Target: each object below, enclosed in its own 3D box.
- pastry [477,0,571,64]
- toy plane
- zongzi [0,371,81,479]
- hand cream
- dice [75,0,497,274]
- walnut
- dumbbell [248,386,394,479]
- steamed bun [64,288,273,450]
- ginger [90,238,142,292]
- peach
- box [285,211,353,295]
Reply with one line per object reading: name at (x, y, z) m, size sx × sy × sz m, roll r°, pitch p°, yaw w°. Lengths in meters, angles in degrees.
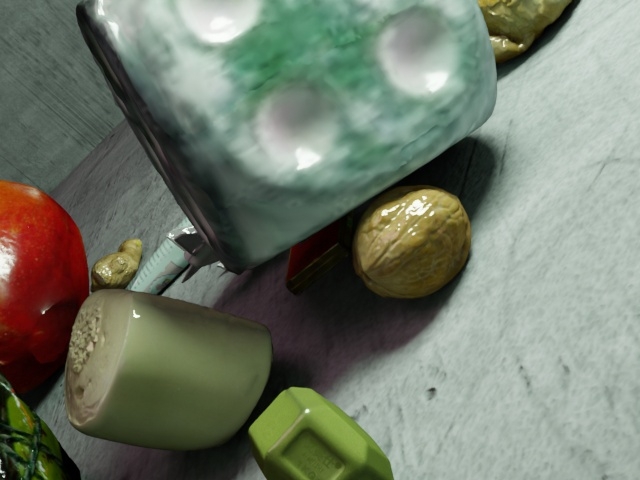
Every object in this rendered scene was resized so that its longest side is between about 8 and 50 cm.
pastry at (0.234, -0.311, 1.309) m, size 0.229 × 0.100 × 0.218 m, roll -47°, pitch 20°, yaw 5°
toy plane at (-0.088, -0.041, 1.447) m, size 0.255 × 0.101 × 0.251 m, roll -39°, pitch -21°, yaw -21°
zongzi at (-0.359, 0.326, 1.222) m, size 0.319 × 0.362 × 0.384 m, roll -11°, pitch 62°, yaw 12°
hand cream at (-0.246, 0.032, 1.709) m, size 0.331 × 0.058 × 0.085 m, roll -43°, pitch 22°, yaw 12°
dice at (-0.042, -0.179, 1.153) m, size 0.348 × 0.328 × 0.330 m, roll -32°, pitch 1°, yaw -14°
walnut at (0.087, 0.000, 1.028) m, size 0.124 × 0.105 × 0.105 m, roll -44°, pitch 18°, yaw -17°
dumbbell at (-0.075, 0.257, 0.859) m, size 0.302 × 0.121 × 0.108 m, roll -47°, pitch -9°, yaw 0°
steamed bun at (-0.165, 0.143, 1.144) m, size 0.250 × 0.200 × 0.155 m, roll -6°, pitch 69°, yaw 66°
ginger at (-0.361, 0.051, 1.913) m, size 0.096 × 0.067 × 0.165 m, roll -43°, pitch 7°, yaw 13°
peach at (-0.558, 0.087, 1.818) m, size 0.388 × 0.388 × 0.388 m, roll -40°, pitch 21°, yaw 19°
box at (0.000, 0.000, 1.317) m, size 0.090 × 0.023 × 0.133 m, roll -36°, pitch 23°, yaw 24°
